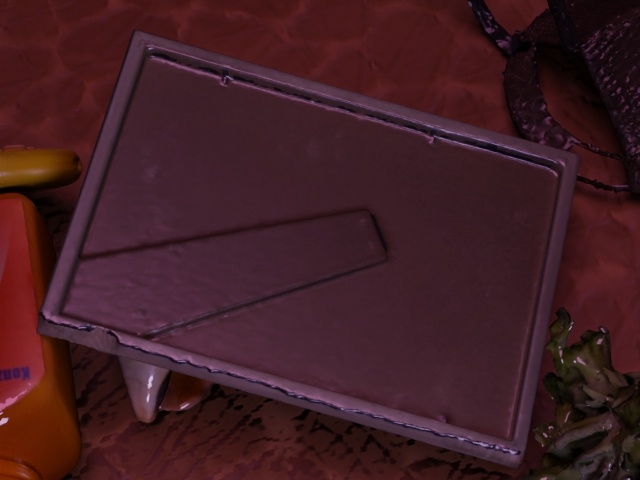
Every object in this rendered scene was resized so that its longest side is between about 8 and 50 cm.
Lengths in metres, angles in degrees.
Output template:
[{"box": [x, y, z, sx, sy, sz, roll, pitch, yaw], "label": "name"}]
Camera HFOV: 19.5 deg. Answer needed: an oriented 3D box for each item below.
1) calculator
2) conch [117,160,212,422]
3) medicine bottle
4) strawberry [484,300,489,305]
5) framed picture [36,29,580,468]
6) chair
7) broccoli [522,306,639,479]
[{"box": [-0.266, -0.033, 1.170, 0.234, 0.146, 0.032, -8, 89, 6], "label": "calculator"}, {"box": [-0.086, 0.020, 1.152, 0.094, 0.104, 0.176, -27, 58, 29], "label": "conch"}, {"box": [-0.220, 0.094, 1.101, 0.149, 0.112, 0.222, -11, 58, -3], "label": "medicine bottle"}, {"box": [0.081, 0.018, 1.168, 0.104, 0.048, 0.152, 35, 63, 28], "label": "strawberry"}, {"box": [0.000, 0.000, 1.109, 0.289, 0.020, 0.211, 16, 61, -3], "label": "framed picture"}, {"box": [0.195, -0.141, 1.236, 0.174, 0.149, 0.213, -27, 103, -15], "label": "chair"}, {"box": [0.195, 0.085, 0.966, 0.164, 0.304, 0.146, 8, 61, 6], "label": "broccoli"}]
